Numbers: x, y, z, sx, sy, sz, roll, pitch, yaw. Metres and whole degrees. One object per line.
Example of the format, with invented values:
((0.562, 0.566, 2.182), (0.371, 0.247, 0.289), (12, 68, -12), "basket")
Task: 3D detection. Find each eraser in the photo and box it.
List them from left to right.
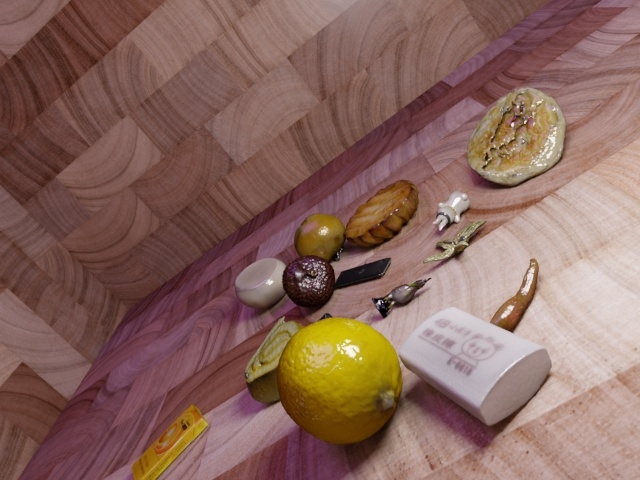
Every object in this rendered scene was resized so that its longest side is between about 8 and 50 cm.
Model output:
((0.295, 0.235, 1.077), (0.174, 0.094, 0.270), (-36, 20, -14), "eraser")

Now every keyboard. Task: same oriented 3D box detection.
((0.140, 0.109, 1.830), (0.230, 0.025, 0.093), (-20, 28, 46), "keyboard")

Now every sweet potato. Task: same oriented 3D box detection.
((0.432, 0.125, 1.180), (0.214, 0.050, 0.050), (-48, 20, -22), "sweet potato")

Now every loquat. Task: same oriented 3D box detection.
((0.003, -0.004, 2.103), (0.213, 0.213, 0.213), (-35, 19, 14), "loquat")

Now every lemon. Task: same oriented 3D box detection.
((0.041, 0.300, 1.183), (0.293, 0.293, 0.293), (-35, 19, 14), "lemon")

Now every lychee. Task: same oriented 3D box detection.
((-0.037, 0.143, 1.860), (0.194, 0.194, 0.194), (-35, 19, 14), "lychee")

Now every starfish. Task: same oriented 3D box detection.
((0.385, 0.008, 1.555), (0.224, 0.050, 0.217), (-31, 10, -10), "starfish")

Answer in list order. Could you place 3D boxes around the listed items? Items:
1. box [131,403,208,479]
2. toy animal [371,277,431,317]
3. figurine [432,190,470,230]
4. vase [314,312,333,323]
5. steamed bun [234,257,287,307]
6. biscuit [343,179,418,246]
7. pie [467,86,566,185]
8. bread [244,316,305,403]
((-0.483, 0.653, 1.727), (0.269, 0.043, 0.152), (-46, 19, -17), "box")
((0.223, 0.148, 1.516), (0.202, 0.070, 0.105), (-34, 0, 28), "toy animal")
((0.408, -0.079, 1.715), (0.146, 0.081, 0.098), (-48, -24, -11), "figurine")
((-0.032, 0.291, 1.681), (0.167, 0.059, 0.059), (-35, 18, 13), "vase")
((-0.222, 0.184, 2.168), (0.232, 0.145, 0.231), (-22, 28, 12), "steamed bun")
((0.234, -0.093, 2.005), (0.326, 0.107, 0.325), (-38, 15, 12), "biscuit")
((0.598, -0.320, 1.684), (0.339, 0.077, 0.339), (-28, 49, 37), "pie")
((-0.111, 0.349, 1.575), (0.257, 0.124, 0.186), (-47, 25, 6), "bread")
